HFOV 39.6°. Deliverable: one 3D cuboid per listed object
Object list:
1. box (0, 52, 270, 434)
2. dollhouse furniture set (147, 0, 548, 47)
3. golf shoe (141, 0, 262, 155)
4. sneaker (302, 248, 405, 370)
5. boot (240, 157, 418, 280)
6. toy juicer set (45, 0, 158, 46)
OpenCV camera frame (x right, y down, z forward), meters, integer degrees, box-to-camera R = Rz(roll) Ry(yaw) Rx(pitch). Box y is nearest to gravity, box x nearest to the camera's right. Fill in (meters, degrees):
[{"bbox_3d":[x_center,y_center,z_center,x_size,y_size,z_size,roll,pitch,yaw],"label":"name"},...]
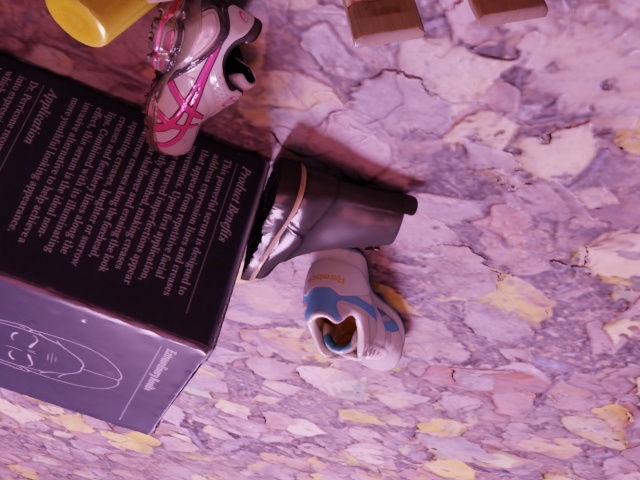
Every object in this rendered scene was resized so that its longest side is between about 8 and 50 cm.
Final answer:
[{"bbox_3d":[-0.292,0.002,0.872,0.396,0.212,0.293,22,148,-11],"label":"box"},{"bbox_3d":[0.011,-0.237,0.479,0.242,0.161,0.212,-9,148,-3],"label":"dollhouse furniture set"},{"bbox_3d":[-0.099,-0.124,0.728,0.086,0.067,0.186,16,149,-6],"label":"golf shoe"},{"bbox_3d":[0.034,0.101,1.013,0.087,0.092,0.228,-3,146,23],"label":"sneaker"},{"bbox_3d":[0.000,0.000,0.891,0.137,0.076,0.198,12,155,-12],"label":"boot"},{"bbox_3d":[-0.215,-0.276,0.532,0.209,0.089,0.329,25,156,17],"label":"toy juicer set"}]
